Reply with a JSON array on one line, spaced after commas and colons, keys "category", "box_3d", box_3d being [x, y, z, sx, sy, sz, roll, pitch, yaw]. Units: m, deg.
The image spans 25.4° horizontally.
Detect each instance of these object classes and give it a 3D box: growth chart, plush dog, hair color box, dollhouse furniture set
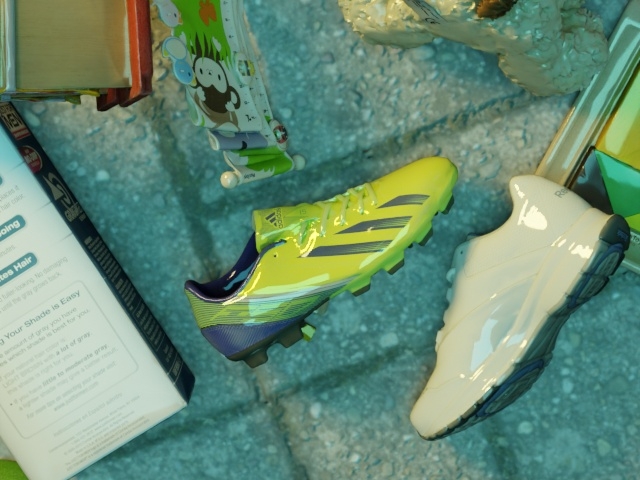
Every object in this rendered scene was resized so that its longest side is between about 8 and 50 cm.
[{"category": "growth chart", "box_3d": [-0.089, -0.160, 1.296, 0.021, 0.172, 0.237, -13, 99, 28]}, {"category": "plush dog", "box_3d": [0.165, -0.279, 1.265, 0.262, 0.210, 0.225, 16, 77, -1]}, {"category": "hair color box", "box_3d": [-0.286, 0.048, 1.361, 0.174, 0.105, 0.347, -32, 98, 5]}, {"category": "dollhouse furniture set", "box_3d": [-0.263, -0.294, 1.213, 0.201, 0.152, 0.374, -2, 92, -24]}]

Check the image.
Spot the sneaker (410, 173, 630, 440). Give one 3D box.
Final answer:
[{"category": "sneaker", "box_3d": [0.171, 0.067, 1.366, 0.129, 0.111, 0.297, 42, 111, 23]}]

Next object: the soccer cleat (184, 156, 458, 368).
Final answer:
[{"category": "soccer cleat", "box_3d": [0.000, 0.001, 1.341, 0.289, 0.093, 0.121, -37, 99, 5]}]

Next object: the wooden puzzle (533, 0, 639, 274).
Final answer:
[{"category": "wooden puzzle", "box_3d": [0.340, -0.082, 1.355, 0.221, 0.044, 0.239, 26, 100, -3]}]

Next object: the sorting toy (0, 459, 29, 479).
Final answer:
[{"category": "sorting toy", "box_3d": [-0.307, 0.311, 1.402, 0.365, 0.126, 0.127, 41, 99, -7]}]

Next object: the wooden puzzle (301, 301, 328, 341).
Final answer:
[{"category": "wooden puzzle", "box_3d": [-0.024, 0.036, 1.402, 0.078, 0.014, 0.116, 17, 101, -6]}]
